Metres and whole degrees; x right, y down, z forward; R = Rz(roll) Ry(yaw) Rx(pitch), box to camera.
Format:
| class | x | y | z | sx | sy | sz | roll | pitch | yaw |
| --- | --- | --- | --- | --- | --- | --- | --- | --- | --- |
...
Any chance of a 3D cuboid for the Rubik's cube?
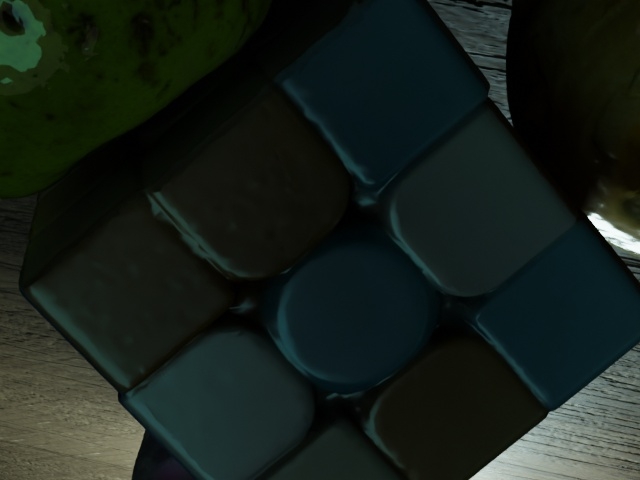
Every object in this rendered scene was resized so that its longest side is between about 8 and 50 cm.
| class | x | y | z | sx | sy | sz | roll | pitch | yaw |
| --- | --- | --- | --- | --- | --- | --- | --- | --- | --- |
| Rubik's cube | 0.000 | 0.000 | 1.032 | 0.347 | 0.347 | 0.344 | -38 | 108 | 5 |

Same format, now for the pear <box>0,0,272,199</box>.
| class | x | y | z | sx | sy | sz | roll | pitch | yaw |
| --- | --- | --- | --- | --- | --- | --- | --- | --- | --- |
| pear | -0.228 | -0.228 | 0.867 | 0.391 | 0.391 | 0.391 | 9 | 143 | 7 |

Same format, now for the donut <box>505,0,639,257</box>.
| class | x | y | z | sx | sy | sz | roll | pitch | yaw |
| --- | --- | --- | --- | --- | --- | --- | --- | --- | --- |
| donut | 0.350 | -0.131 | 1.020 | 0.449 | 0.198 | 0.449 | 12 | 144 | 9 |

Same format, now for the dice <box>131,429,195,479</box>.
| class | x | y | z | sx | sy | sz | roll | pitch | yaw |
| --- | --- | --- | --- | --- | --- | --- | --- | --- | --- |
| dice | -0.083 | 0.343 | 1.729 | 0.271 | 0.270 | 0.270 | -1 | 141 | 21 |
